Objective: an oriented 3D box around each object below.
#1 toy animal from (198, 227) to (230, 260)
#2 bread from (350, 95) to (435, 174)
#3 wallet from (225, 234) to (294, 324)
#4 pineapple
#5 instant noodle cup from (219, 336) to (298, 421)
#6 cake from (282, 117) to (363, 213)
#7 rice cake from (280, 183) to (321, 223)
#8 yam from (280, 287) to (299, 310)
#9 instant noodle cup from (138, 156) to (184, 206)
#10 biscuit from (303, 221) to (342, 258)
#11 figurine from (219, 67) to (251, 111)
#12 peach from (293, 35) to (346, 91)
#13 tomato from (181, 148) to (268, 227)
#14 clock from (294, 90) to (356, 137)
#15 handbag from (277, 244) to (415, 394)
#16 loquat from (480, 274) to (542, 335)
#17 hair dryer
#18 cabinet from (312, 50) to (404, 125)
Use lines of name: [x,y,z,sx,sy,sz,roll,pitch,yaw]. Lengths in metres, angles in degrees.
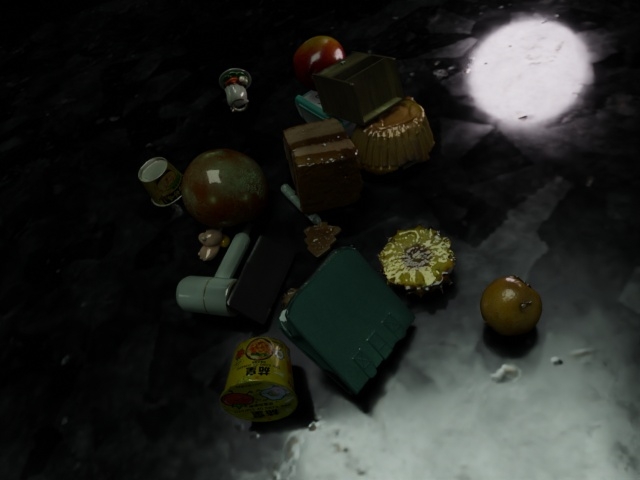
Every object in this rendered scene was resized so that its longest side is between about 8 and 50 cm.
toy animal: [-0.350,0.001,1.636,0.091,0.082,0.114,30,69,34]
bread: [0.215,-0.326,1.647,0.274,0.149,0.274,-10,45,10]
wallet: [-0.167,0.108,1.478,0.124,0.025,0.244,31,58,-14]
pineapple: [0.255,0.060,1.381,0.224,0.076,0.225,-10,54,14]
instant noodle cup: [-0.144,0.327,1.265,0.182,0.182,0.144,-13,42,10]
cake: [-0.003,-0.248,1.629,0.198,0.196,0.293,-15,45,-5]
rice cake: [-0.064,-0.115,1.656,0.033,0.033,0.207,-37,51,-8]
yam: [-0.051,0.184,1.353,0.079,0.141,0.079,-8,52,11]
instant noodle cup: [-0.560,-0.214,1.850,0.151,0.122,0.151,-12,50,14]
biscuit: [0.000,0.000,1.554,0.119,0.019,0.130,0,54,19]
figurine: [-0.327,-0.581,2.062,0.132,0.132,0.154,-15,63,8]
peach: [-0.002,-0.585,1.756,0.197,0.197,0.197,-10,52,12]
tomato: [-0.298,-0.174,1.635,0.270,0.223,0.270,-2,32,1]
clock: [0.077,-0.464,1.831,0.231,0.116,0.262,-37,52,-17]
handbag: [0.057,0.188,1.259,0.274,0.100,0.269,44,60,-5]
loquat: [0.434,0.151,1.202,0.141,0.141,0.141,-10,52,12]
hair dryer: [-0.277,0.067,1.569,0.173,0.108,0.357,4,47,20]
cabinet: [0.113,-0.481,1.632,0.174,0.148,0.215,-34,38,-18]
